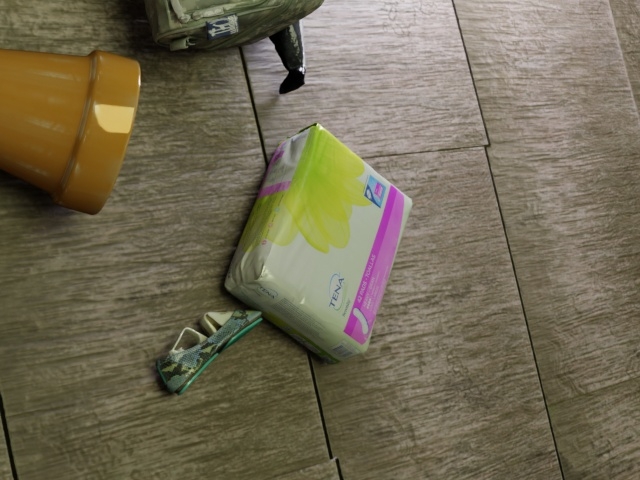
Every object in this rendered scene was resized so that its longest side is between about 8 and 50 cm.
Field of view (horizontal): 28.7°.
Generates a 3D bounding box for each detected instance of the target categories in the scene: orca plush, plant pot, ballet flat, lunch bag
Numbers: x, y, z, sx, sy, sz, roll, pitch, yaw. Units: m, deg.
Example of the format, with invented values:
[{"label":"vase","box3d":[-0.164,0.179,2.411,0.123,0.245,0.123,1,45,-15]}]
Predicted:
[{"label":"orca plush","box3d":[-0.079,-0.369,1.930,0.151,0.102,0.287,-1,86,-86]},{"label":"plant pot","box3d":[-0.345,-0.154,1.556,0.188,0.205,0.205,16,66,-20]},{"label":"ballet flat","box3d":[-0.154,0.134,1.708,0.188,0.070,0.070,-41,104,-43]},{"label":"lunch bag","box3d":[-0.164,-0.418,1.747,0.256,0.212,0.305,-17,89,-50]}]

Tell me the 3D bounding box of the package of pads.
[{"label":"package of pads","box3d":[0.000,0.000,1.846,0.229,0.101,0.296,37,54,-28]}]
